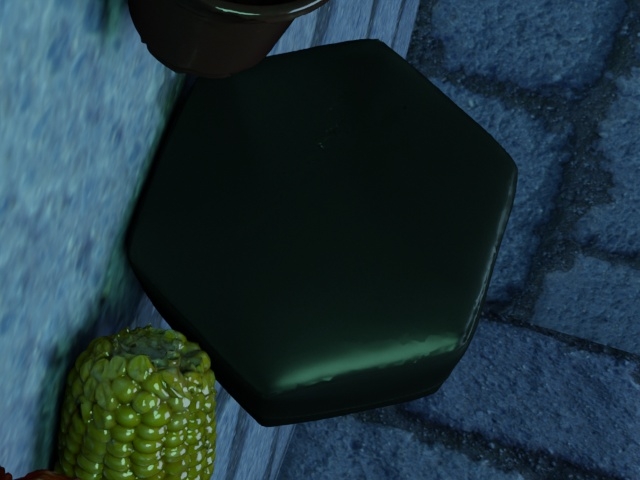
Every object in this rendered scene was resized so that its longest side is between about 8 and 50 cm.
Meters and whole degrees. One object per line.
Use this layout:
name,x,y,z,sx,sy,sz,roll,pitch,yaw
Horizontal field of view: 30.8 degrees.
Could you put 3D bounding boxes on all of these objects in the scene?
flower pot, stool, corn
flower pot,-0.047,-0.124,0.523,0.089,0.111,0.111,129,-17,-60
stool,0.000,0.000,0.722,0.141,0.232,0.232,100,7,-71
corn,-0.116,0.168,0.686,0.106,0.106,0.293,-66,167,-57

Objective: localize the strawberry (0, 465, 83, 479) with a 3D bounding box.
strawberry,-0.146,0.168,0.485,0.121,0.082,0.188,-39,160,-46
